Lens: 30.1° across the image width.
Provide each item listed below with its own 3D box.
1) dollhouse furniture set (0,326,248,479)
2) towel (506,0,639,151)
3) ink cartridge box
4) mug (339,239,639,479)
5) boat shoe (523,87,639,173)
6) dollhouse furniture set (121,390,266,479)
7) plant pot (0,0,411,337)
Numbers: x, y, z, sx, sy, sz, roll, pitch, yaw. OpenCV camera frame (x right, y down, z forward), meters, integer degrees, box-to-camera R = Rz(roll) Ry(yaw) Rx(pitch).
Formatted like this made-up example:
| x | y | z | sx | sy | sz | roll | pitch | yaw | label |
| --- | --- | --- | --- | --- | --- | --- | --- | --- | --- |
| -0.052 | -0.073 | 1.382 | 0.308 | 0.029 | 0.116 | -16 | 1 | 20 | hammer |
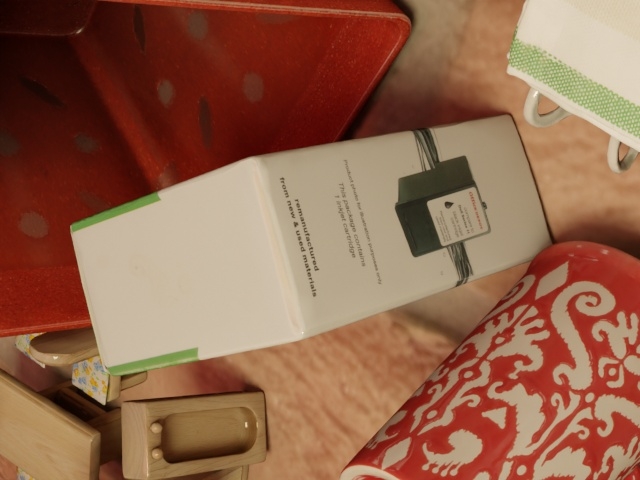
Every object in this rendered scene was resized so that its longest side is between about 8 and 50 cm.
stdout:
| x | y | z | sx | sy | sz | roll | pitch | yaw | label |
| --- | --- | --- | --- | --- | --- | --- | --- | --- | --- |
| -0.199 | 0.180 | 0.901 | 0.242 | 0.161 | 0.212 | 23 | 117 | 36 | dollhouse furniture set |
| 0.119 | -0.087 | 0.313 | 0.113 | 0.023 | 0.152 | 38 | 127 | 29 | towel |
| 0.000 | 0.000 | 0.635 | 0.153 | 0.208 | 0.087 | -16 | 88 | 43 | ink cartridge box |
| 0.109 | 0.106 | 0.578 | 0.150 | 0.169 | 0.113 | 54 | 149 | -4 | mug |
| 0.173 | -0.068 | 0.525 | 0.156 | 0.136 | 0.367 | -31 | 87 | 53 | boat shoe |
| -0.036 | 0.178 | 0.783 | 0.123 | 0.144 | 0.151 | -5 | 85 | 38 | dollhouse furniture set |
| -0.157 | -0.117 | 0.726 | 0.235 | 0.267 | 0.267 | 59 | 134 | 29 | plant pot |
